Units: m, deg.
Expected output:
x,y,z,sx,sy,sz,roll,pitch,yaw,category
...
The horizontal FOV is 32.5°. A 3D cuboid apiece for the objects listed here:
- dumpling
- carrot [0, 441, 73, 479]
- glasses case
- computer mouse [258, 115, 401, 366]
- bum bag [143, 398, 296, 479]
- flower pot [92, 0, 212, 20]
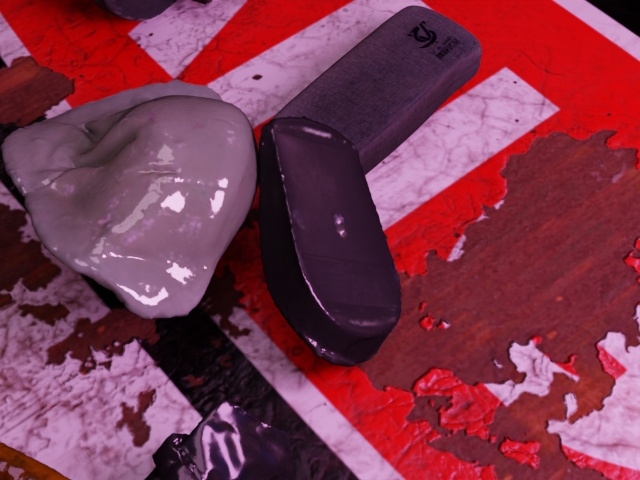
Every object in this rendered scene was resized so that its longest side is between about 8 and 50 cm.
x,y,z,sx,sy,sz,roll,pitch,yaw,category
-0.193,-0.047,1.223,0.270,0.211,0.320,-17,17,-7,dumpling
-0.324,0.240,1.110,0.314,0.066,0.066,21,57,12,carrot
0.068,-0.181,1.410,0.131,0.074,0.323,36,61,21,glasses case
-0.004,0.003,1.221,0.168,0.087,0.295,11,60,-47,computer mouse
-0.152,0.277,1.056,0.310,0.137,0.074,-39,20,-26,bum bag
-0.251,-0.459,1.478,0.283,0.299,0.299,26,58,25,flower pot
